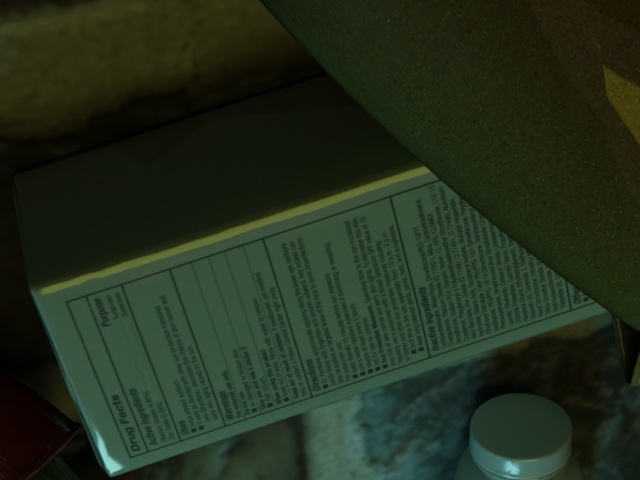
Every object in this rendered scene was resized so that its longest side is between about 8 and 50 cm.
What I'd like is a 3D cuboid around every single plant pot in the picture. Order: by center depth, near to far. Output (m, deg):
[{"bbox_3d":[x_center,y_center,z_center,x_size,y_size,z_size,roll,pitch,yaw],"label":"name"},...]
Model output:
[{"bbox_3d":[0.119,-0.094,0.755,0.237,0.237,0.254,-34,83,9],"label":"plant pot"}]

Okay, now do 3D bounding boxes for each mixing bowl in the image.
[{"bbox_3d":[-0.236,0.123,0.933,0.181,0.181,0.098,-37,93,11],"label":"mixing bowl"}]

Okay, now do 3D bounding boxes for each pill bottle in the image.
[{"bbox_3d":[0.131,0.184,1.108,0.087,0.087,0.160,-9,125,-10],"label":"pill bottle"}]

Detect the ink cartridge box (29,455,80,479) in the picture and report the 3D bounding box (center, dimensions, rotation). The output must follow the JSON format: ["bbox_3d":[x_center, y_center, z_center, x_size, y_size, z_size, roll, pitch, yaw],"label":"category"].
[{"bbox_3d":[-0.169,0.281,1.045,0.188,0.097,0.255,-38,135,-8],"label":"ink cartridge box"}]

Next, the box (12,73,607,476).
[{"bbox_3d":[0.000,0.000,0.924,0.311,0.121,0.148,-17,126,-4],"label":"box"}]

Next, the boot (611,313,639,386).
[{"bbox_3d":[0.303,0.062,1.057,0.220,0.109,0.283,-21,124,-3],"label":"boot"}]
